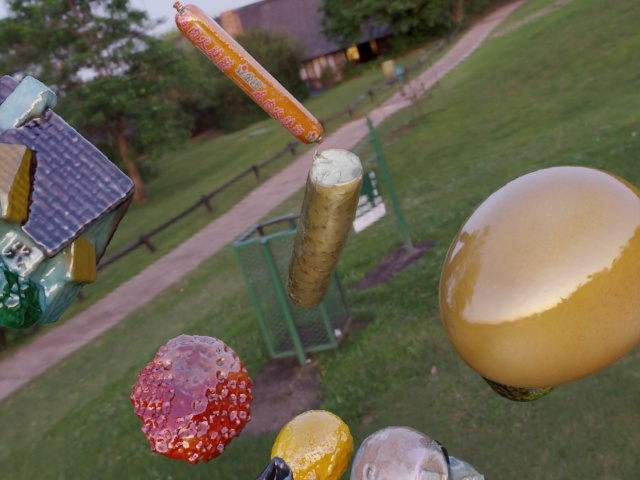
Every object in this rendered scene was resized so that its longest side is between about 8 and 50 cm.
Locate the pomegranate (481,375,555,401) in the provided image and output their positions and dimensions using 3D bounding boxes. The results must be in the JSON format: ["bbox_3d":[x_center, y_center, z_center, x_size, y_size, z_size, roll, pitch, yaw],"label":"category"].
[{"bbox_3d":[0.409,0.173,1.515,0.222,0.204,0.276,17,-58,-43],"label":"pomegranate"}]

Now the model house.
[{"bbox_3d":[-0.394,-0.067,1.048,0.249,0.280,0.230,-51,-7,2],"label":"model house"}]

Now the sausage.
[{"bbox_3d":[-0.117,-0.277,1.351,0.053,0.348,0.053,-37,28,24],"label":"sausage"}]

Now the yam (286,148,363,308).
[{"bbox_3d":[0.000,0.000,1.167,0.083,0.083,0.371,-22,-26,-20],"label":"yam"}]

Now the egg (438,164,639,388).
[{"bbox_3d":[0.279,0.045,0.963,0.322,0.250,0.250,-35,20,-31],"label":"egg"}]

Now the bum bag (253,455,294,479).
[{"bbox_3d":[-0.053,0.410,1.063,0.137,0.074,0.310,-60,19,4],"label":"bum bag"}]

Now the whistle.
[{"bbox_3d":[0.177,0.443,1.469,0.189,0.189,0.348,-5,-21,43],"label":"whistle"}]

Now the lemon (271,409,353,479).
[{"bbox_3d":[-0.019,0.398,1.481,0.142,0.142,0.187,-4,23,46],"label":"lemon"}]

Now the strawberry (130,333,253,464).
[{"bbox_3d":[-0.268,0.324,1.703,0.265,0.149,0.336,14,24,-7],"label":"strawberry"}]
